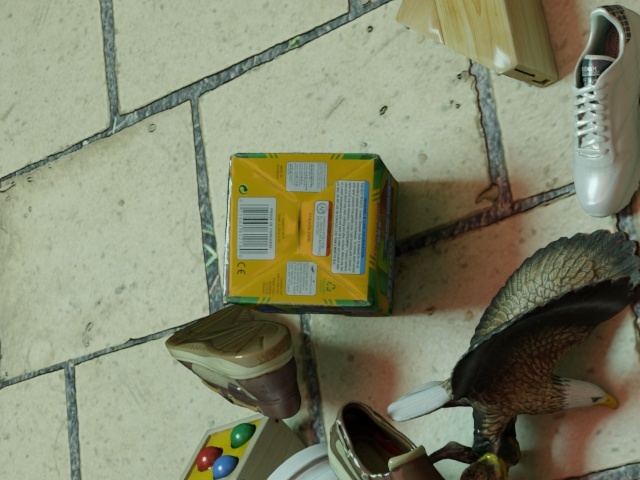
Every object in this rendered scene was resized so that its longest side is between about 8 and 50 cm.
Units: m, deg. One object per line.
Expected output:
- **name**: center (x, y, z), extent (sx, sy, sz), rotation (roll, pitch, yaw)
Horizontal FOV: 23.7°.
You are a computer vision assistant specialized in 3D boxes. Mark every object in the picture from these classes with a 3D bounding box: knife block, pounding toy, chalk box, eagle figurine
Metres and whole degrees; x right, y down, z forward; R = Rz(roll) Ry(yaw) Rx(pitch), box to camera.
- **knife block**: center (0.204, -0.341, 1.826), extent (0.276, 0.088, 0.242), rotation (35, 107, 41)
- **pounding toy**: center (-0.141, 0.331, 1.955), extent (0.181, 0.094, 0.206), rotation (-22, 27, 38)
- **chalk box**: center (0.000, 0.000, 1.866), extent (0.179, 0.289, 0.180), rotation (1, 85, 10)
- **eagle figurine**: center (0.231, 0.129, 1.669), extent (0.226, 0.225, 0.298), rotation (38, 119, 50)

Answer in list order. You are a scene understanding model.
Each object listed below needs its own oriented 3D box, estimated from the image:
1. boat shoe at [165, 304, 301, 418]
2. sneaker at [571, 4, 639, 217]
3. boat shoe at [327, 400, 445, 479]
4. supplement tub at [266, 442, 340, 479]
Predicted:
- **boat shoe**: center (-0.105, 0.166, 1.972), extent (0.342, 0.123, 0.123), rotation (5, 121, 67)
- **sneaker**: center (0.313, -0.143, 1.692), extent (0.090, 0.095, 0.235), rotation (8, 90, 41)
- **boat shoe**: center (0.090, 0.266, 1.633), extent (0.257, 0.095, 0.095), rotation (39, 141, 39)
- **supplement tub**: center (0.060, 0.374, 1.729), extent (0.272, 0.191, 0.191), rotation (38, 109, 39)
